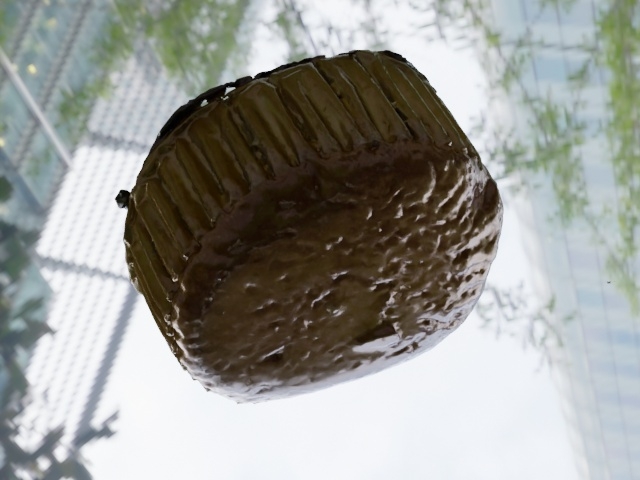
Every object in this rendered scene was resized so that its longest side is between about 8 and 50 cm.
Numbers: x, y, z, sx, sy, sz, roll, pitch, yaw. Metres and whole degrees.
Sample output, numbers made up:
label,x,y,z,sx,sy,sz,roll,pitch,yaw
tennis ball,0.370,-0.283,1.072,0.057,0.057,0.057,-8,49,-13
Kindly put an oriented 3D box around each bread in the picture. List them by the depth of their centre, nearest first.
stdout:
label,x,y,z,sx,sy,sz,roll,pitch,yaw
bread,0.000,0.001,0.855,0.199,0.199,0.104,-29,-132,-5

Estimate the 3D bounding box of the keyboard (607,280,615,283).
label,x,y,z,sx,sy,sz,roll,pitch,yaw
keyboard,0.378,0.090,1.208,0.381,0.103,0.041,31,-79,43
